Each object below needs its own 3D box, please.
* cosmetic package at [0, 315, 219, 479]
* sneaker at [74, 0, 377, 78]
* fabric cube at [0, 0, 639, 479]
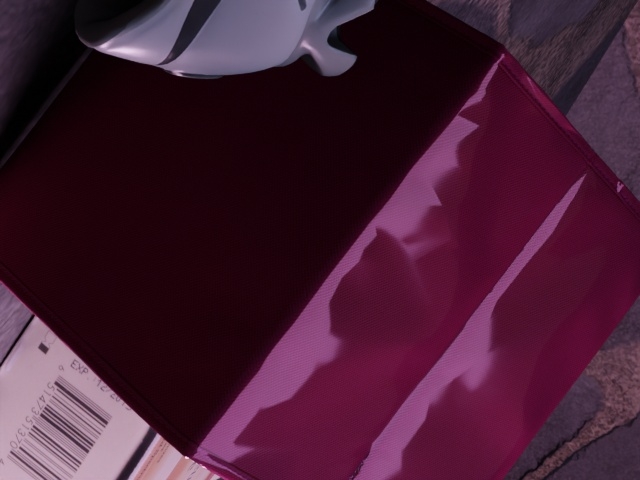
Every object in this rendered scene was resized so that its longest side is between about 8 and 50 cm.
[{"bbox_3d":[-0.138,0.124,1.394,0.153,0.129,0.296,-57,168,16],"label":"cosmetic package"},{"bbox_3d":[-0.039,-0.216,0.743,0.146,0.122,0.331,-6,119,-26],"label":"sneaker"},{"bbox_3d":[0.000,0.000,1.046,0.258,0.254,0.259,-53,139,-2],"label":"fabric cube"}]
